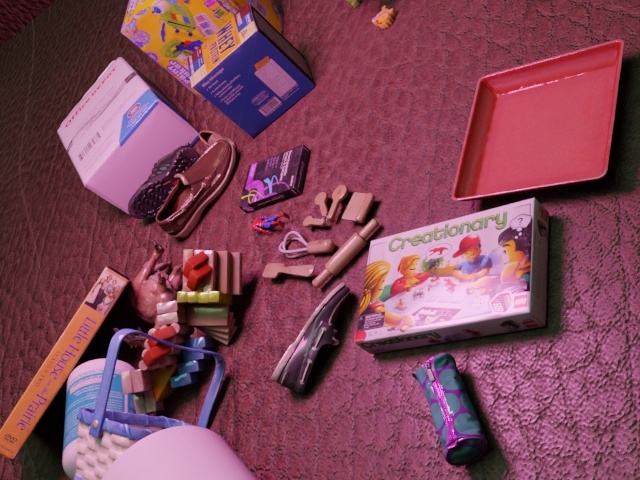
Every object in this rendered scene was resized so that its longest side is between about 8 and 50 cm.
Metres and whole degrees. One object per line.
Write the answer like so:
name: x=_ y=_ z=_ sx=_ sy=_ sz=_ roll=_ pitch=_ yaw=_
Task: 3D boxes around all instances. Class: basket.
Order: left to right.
basket: x=-0.289 y=0.311 z=1.374 sx=0.201 sy=0.255 sz=0.288 roll=11 pitch=78 yaw=42

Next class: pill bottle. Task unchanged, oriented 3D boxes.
pill bottle: x=-0.417 y=0.368 z=1.544 sx=0.146 sy=0.146 sz=0.264 roll=-36 pitch=40 yaw=20

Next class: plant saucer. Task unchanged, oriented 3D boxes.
plant saucer: x=0.351 y=-0.177 z=1.277 sx=0.259 sy=0.048 sz=0.258 roll=-7 pitch=56 yaw=41

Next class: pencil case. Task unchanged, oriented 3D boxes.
pencil case: x=0.178 y=0.231 z=1.109 sx=0.064 sy=0.070 sz=0.151 roll=-37 pitch=41 yaw=18

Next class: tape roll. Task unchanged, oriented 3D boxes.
tape roll: x=-0.198 y=0.424 z=1.198 sx=0.246 sy=0.246 sz=0.169 roll=-55 pitch=38 yaw=-4

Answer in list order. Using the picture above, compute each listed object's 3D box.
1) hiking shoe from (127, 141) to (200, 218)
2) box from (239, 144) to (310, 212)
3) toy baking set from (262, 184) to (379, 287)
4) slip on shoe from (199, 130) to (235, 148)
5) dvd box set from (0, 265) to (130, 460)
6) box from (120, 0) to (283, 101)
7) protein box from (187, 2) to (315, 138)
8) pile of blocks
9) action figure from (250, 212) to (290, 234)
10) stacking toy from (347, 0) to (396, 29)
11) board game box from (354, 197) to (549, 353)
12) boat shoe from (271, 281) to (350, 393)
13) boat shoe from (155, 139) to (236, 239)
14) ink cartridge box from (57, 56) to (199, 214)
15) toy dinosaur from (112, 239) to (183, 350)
hiking shoe: x=-0.387 y=-0.145 z=1.991 sx=0.227 sy=0.086 sz=0.114 roll=-44 pitch=25 yaw=2
box: x=-0.098 y=-0.131 z=1.712 sx=0.162 sy=0.029 sz=0.116 roll=-16 pitch=50 yaw=36
toy baking set: x=0.004 y=0.002 z=1.507 sx=0.256 sy=0.030 sz=0.197 roll=-49 pitch=35 yaw=3
slip on shoe: x=-0.251 y=-0.236 z=1.941 sx=0.051 sy=0.041 sz=0.135 roll=-52 pitch=38 yaw=0
dvd box set: x=-0.551 y=0.247 z=1.741 sx=0.420 sy=0.062 sz=0.307 roll=-59 pitch=11 yaw=-8
box: x=-0.293 y=-0.555 z=2.035 sx=0.279 sy=0.290 sz=0.177 roll=-26 pitch=45 yaw=28
protein box: x=-0.159 y=-0.384 z=1.834 sx=0.200 sy=0.201 sz=0.136 roll=-37 pitch=40 yaw=18
pile of blocks: x=-0.257 y=0.175 z=1.516 sx=0.149 sy=0.112 sz=0.362 roll=23 pitch=87 yaw=15
action figure: x=-0.108 y=-0.034 z=1.645 sx=0.115 sy=0.030 sz=0.038 roll=-5 pitch=52 yaw=49
stacking toy: x=0.058 y=-0.558 z=1.781 sx=0.052 sy=0.167 sz=0.221 roll=-49 pitch=39 yaw=4
board game box: x=0.198 y=0.060 z=1.238 sx=0.305 sy=0.053 sz=0.193 roll=-16 pitch=50 yaw=37
boat shoe: x=-0.001 y=0.167 z=1.369 sx=0.065 sy=0.075 sz=0.206 roll=34 pitch=78 yaw=9
boat shoe: x=-0.285 y=-0.127 z=1.834 sx=0.095 sy=0.095 sz=0.257 roll=23 pitch=80 yaw=37
ink cartridge box: x=-0.525 y=-0.291 z=2.161 sx=0.285 sy=0.166 sz=0.395 roll=-48 pitch=39 yaw=4
toy dinosaur: x=-0.357 y=0.131 z=1.700 sx=0.200 sy=0.127 sz=0.295 roll=-53 pitch=32 yaw=10
